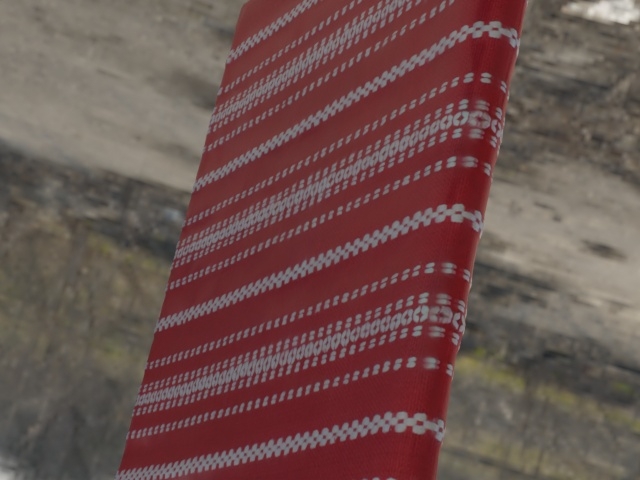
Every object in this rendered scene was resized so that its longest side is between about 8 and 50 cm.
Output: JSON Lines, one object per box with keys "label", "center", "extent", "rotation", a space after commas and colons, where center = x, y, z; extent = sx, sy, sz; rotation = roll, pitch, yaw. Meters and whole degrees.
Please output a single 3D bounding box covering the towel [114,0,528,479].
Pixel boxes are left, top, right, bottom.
{"label": "towel", "center": [0.000, 0.000, 0.493], "extent": [0.031, 0.275, 0.199], "rotation": [23, 156, -24]}
